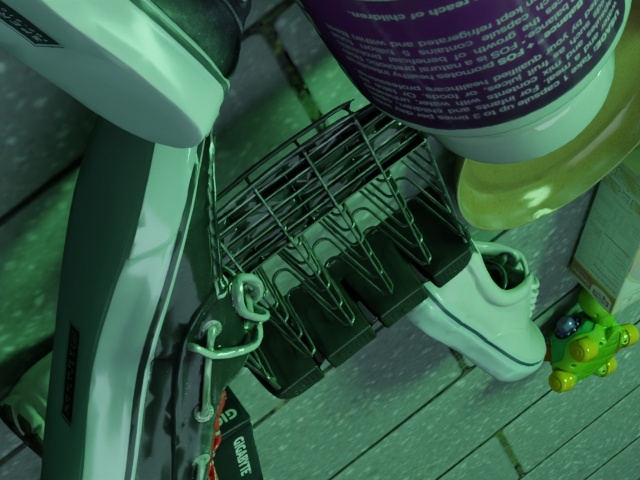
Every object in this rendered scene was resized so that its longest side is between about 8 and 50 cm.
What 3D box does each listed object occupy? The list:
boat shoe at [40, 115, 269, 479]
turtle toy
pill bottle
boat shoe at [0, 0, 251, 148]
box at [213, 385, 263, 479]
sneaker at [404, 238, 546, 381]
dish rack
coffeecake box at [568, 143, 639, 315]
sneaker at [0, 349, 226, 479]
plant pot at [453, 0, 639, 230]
[{"bbox_3d":[-0.085,0.050,0.724,0.105,0.113,0.306,3,102,-28],"label":"boat shoe"},{"bbox_3d":[0.281,0.099,1.349,0.095,0.066,0.130,-12,141,-39],"label":"turtle toy"},{"bbox_3d":[0.064,-0.154,0.641,0.169,0.169,0.301,-40,151,2],"label":"pill bottle"},{"bbox_3d":[-0.121,-0.150,0.517,0.301,0.108,0.102,40,68,-48],"label":"boat shoe"},{"bbox_3d":[-0.133,0.224,1.072,0.175,0.051,0.220,-29,149,-17],"label":"box"},{"bbox_3d":[0.152,0.056,1.114,0.091,0.094,0.258,-41,151,14],"label":"sneaker"},{"bbox_3d":[0.000,0.000,0.892,0.208,0.074,0.271,-38,149,-3],"label":"dish rack"},{"bbox_3d":[0.326,-0.032,1.215,0.142,0.068,0.185,-27,150,-22],"label":"coffeecake box"},{"bbox_3d":[-0.100,0.157,0.910,0.118,0.107,0.279,-49,134,-12],"label":"sneaker"},{"bbox_3d":[0.193,-0.104,1.000,0.236,0.032,0.236,-28,148,-19],"label":"plant pot"}]
